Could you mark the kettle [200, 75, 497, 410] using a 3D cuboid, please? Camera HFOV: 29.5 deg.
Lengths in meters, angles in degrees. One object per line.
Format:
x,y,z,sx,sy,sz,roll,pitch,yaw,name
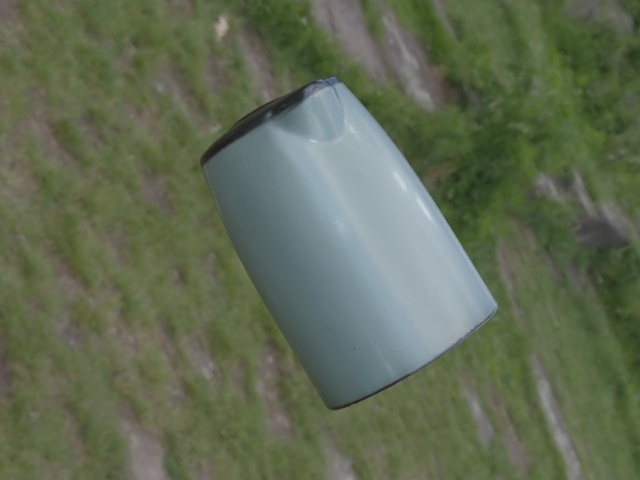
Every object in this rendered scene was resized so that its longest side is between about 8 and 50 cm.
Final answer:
0.000,0.000,0.997,0.236,0.161,0.221,58,-28,-3,kettle
